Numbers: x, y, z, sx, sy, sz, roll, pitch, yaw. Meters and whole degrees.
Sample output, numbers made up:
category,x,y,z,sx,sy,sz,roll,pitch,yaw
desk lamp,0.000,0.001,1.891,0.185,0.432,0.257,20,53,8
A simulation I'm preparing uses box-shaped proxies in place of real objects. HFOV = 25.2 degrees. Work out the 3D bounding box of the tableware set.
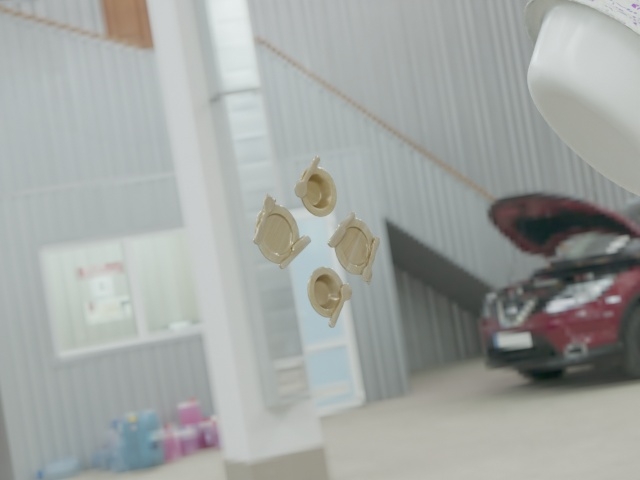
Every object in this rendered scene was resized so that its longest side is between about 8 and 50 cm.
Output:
category,x,y,z,sx,sy,sz,roll,pitch,yaw
tableware set,0.000,0.000,1.534,0.020,0.168,0.141,-12,36,44

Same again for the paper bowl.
category,x,y,z,sx,sy,sz,roll,pitch,yaw
paper bowl,0.316,-0.149,1.396,0.148,0.284,0.284,-49,4,-6
